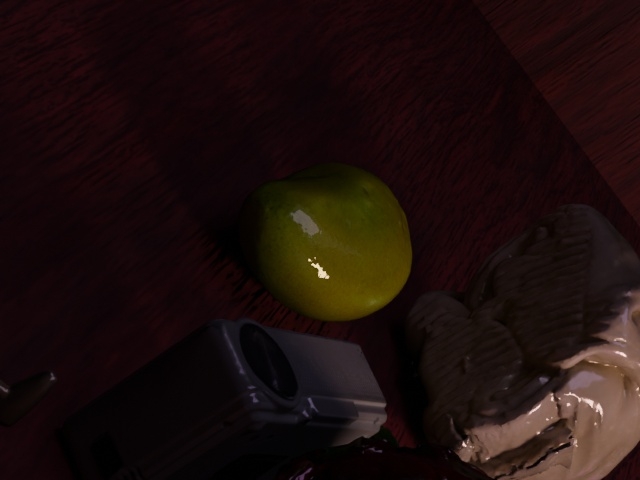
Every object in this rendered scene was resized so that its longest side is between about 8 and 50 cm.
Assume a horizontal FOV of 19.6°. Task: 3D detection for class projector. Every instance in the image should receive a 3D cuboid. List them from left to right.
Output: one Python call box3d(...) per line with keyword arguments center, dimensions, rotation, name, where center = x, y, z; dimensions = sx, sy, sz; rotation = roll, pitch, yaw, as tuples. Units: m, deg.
box3d(center=(-0.074, 0.162, 1.630), dimensions=(0.257, 0.192, 0.099), rotation=(16, 43, -60), name="projector")

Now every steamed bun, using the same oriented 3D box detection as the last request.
box3d(center=(0.276, 0.166, 2.277), dimensions=(0.237, 0.347, 0.394), rotation=(51, 60, -32), name="steamed bun")

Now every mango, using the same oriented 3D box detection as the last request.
box3d(center=(0.005, 0.007, 2.109), dimensions=(0.185, 0.149, 0.273), rotation=(63, 27, 1), name="mango")

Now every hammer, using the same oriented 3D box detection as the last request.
box3d(center=(-0.299, 0.074, 1.480), dimensions=(0.195, 0.060, 0.028), rotation=(41, 25, -23), name="hammer")

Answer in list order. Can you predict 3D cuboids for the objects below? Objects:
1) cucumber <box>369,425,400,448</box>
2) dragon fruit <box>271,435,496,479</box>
box3d(center=(0.078, 0.259, 2.034), dimensions=(0.039, 0.039, 0.168), rotation=(42, 22, -31), name="cucumber")
box3d(center=(0.049, 0.315, 1.516), dimensions=(0.329, 0.329, 0.329), rotation=(45, 23, -25), name="dragon fruit")
